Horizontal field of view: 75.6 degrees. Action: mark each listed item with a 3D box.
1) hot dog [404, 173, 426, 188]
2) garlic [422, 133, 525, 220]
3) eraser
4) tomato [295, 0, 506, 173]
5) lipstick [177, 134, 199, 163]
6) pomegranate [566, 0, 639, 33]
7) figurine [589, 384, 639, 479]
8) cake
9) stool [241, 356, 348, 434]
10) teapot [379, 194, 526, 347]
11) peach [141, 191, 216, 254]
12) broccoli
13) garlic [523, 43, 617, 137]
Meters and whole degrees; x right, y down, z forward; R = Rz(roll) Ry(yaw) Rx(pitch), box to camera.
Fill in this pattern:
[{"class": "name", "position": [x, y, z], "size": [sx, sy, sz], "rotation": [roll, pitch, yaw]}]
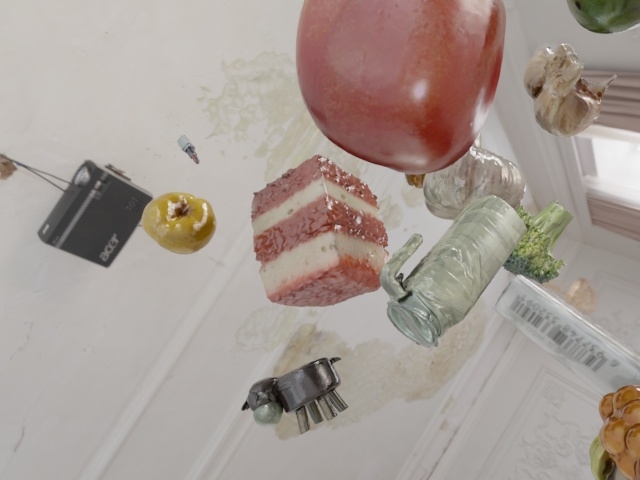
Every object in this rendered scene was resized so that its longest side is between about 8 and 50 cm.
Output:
[{"class": "hot dog", "position": [0.230, -0.196, 0.976], "size": [0.060, 0.090, 0.141], "rotation": [6, -67, -7]}, {"class": "garlic", "position": [0.331, -0.149, 0.894], "size": [0.218, 0.218, 0.212], "rotation": [27, -112, -45]}, {"class": "eraser", "position": [0.475, 0.210, 0.651], "size": [0.213, 0.397, 0.082], "rotation": [12, -64, -54]}, {"class": "tomato", "position": [0.122, -0.260, 0.615], "size": [0.325, 0.292, 0.290], "rotation": [-45, -24, -66]}, {"class": "lipstick", "position": [-0.312, -0.213, 0.987], "size": [0.025, 0.107, 0.025], "rotation": [-44, -36, 8]}, {"class": "pomegranate", "position": [0.391, -0.340, 0.500], "size": [0.148, 0.169, 0.149], "rotation": [0, -92, -11]}, {"class": "figurine", "position": [0.381, 0.275, 0.420], "size": [0.204, 0.225, 0.382], "rotation": [-18, -38, -4]}, {"class": "cake", "position": [0.000, 0.000, 1.081], "size": [0.269, 0.320, 0.270], "rotation": [-28, -31, 32]}, {"class": "stool", "position": [-0.045, 0.305, 0.799], "size": [0.217, 0.121, 0.125], "rotation": [-22, -17, -10]}, {"class": "teapot", "position": [0.153, 0.023, 0.497], "size": [0.107, 0.077, 0.200], "rotation": [48, -116, -5]}, {"class": "peach", "position": [-0.352, -0.049, 1.039], "size": [0.179, 0.179, 0.103], "rotation": [-20, -26, -33]}, {"class": "broccoli", "position": [0.622, -0.018, 1.231], "size": [0.243, 0.263, 0.247], "rotation": [-48, -6, 18]}, {"class": "garlic", "position": [0.432, -0.275, 0.741], "size": [0.099, 0.175, 0.124], "rotation": [4, -32, -22]}]
